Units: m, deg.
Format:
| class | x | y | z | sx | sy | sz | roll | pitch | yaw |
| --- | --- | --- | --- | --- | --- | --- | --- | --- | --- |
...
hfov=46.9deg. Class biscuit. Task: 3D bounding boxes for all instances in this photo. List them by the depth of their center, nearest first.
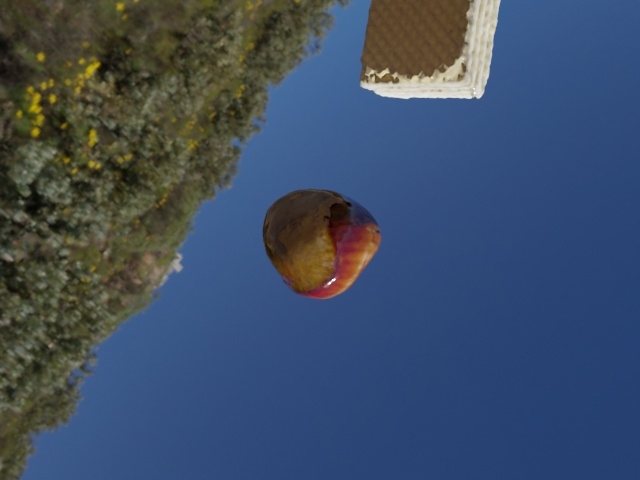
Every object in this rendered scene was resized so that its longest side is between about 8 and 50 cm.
| class | x | y | z | sx | sy | sz | roll | pitch | yaw |
| --- | --- | --- | --- | --- | --- | --- | --- | --- | --- |
| biscuit | 0.135 | -0.367 | 0.789 | 0.144 | 0.078 | 0.426 | 10 | -90 | 35 |

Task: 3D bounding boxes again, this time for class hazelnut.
| class | x | y | z | sx | sy | sz | roll | pitch | yaw |
| --- | --- | --- | --- | --- | --- | --- | --- | --- | --- |
| hazelnut | 0.000 | 0.000 | 1.418 | 0.229 | 0.229 | 0.229 | -30 | -151 | 19 |
